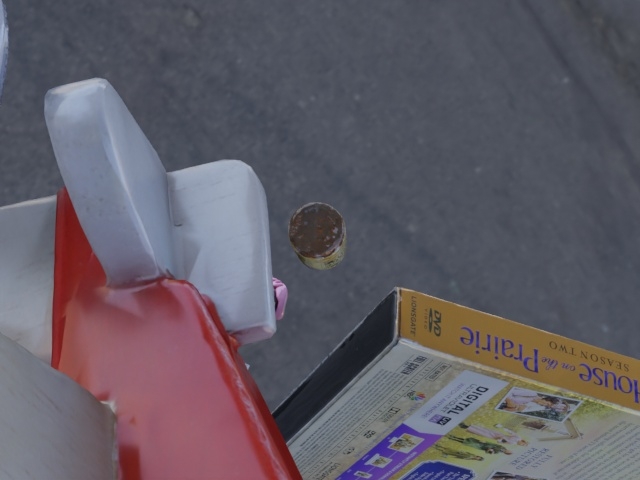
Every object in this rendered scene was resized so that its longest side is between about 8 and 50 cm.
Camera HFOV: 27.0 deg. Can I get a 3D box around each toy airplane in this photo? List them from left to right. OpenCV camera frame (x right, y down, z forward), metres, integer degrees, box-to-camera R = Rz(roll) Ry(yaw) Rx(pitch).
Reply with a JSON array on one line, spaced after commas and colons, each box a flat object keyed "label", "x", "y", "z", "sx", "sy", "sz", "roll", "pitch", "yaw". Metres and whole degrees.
[{"label": "toy airplane", "x": -0.084, "y": 0.138, "z": 0.511, "sx": 0.386, "sy": 0.272, "sz": 0.384, "roll": 60, "pitch": -1, "yaw": -16}]

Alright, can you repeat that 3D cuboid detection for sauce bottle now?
[{"label": "sauce bottle", "x": 0.000, "y": 0.000, "z": 0.977, "sx": 0.042, "sy": 0.042, "sz": 0.128, "roll": 63, "pitch": 0, "yaw": 7}]

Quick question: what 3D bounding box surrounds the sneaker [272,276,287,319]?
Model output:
[{"label": "sneaker", "x": -0.080, "y": 0.045, "z": 1.391, "sx": 0.057, "sy": 0.047, "sz": 0.119, "roll": 0, "pitch": 20, "yaw": -26}]

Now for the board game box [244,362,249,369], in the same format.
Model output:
[{"label": "board game box", "x": -0.285, "y": 0.151, "z": 1.916, "sx": 0.224, "sy": 0.303, "sz": 0.097, "roll": 30, "pitch": 79, "yaw": -40}]

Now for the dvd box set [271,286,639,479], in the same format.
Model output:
[{"label": "dvd box set", "x": 0.191, "y": 0.189, "z": 1.262, "sx": 0.420, "sy": 0.307, "sz": 0.062, "roll": 17, "pitch": 55, "yaw": -16}]

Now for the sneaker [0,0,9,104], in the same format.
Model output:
[{"label": "sneaker", "x": -0.241, "y": -0.121, "z": 0.539, "sx": 0.281, "sy": 0.105, "sz": 0.115, "roll": 36, "pitch": 43, "yaw": 21}]
